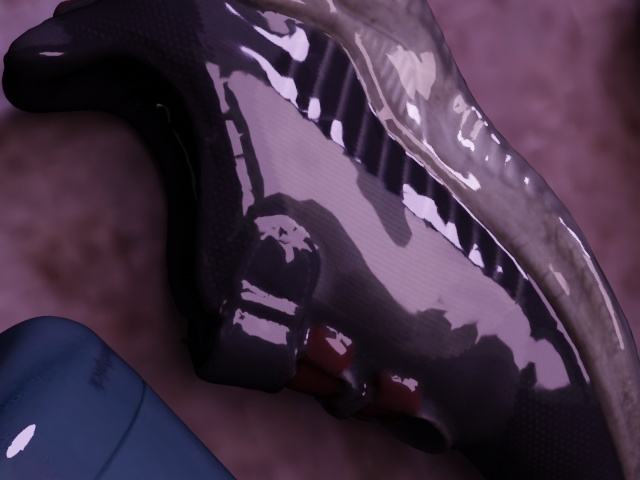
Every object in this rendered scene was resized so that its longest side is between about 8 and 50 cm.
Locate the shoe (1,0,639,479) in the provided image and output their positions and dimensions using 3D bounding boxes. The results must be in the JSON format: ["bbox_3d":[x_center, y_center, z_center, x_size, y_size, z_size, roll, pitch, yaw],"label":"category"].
[{"bbox_3d":[0.000,0.000,0.562,0.112,0.099,0.227,-30,88,-18],"label":"shoe"}]

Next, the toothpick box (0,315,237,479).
[{"bbox_3d":[-0.045,0.119,0.502,0.184,0.120,0.120,45,66,-12],"label":"toothpick box"}]
